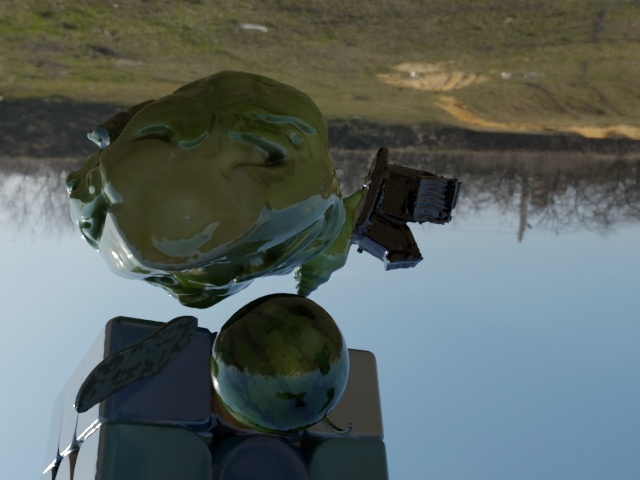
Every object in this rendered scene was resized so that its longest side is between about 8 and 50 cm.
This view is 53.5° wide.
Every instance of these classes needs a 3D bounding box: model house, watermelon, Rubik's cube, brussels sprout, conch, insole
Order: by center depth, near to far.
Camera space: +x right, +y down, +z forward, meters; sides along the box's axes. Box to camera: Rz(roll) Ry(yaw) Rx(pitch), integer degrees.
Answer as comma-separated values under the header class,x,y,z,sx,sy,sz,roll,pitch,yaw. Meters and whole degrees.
class,x,y,z,sx,sy,sz,roll,pitch,yaw
watermelon,-0.027,0.090,0.451,0.109,0.109,0.109,3,-171,-1
insole,-0.152,0.102,0.553,0.006,0.065,0.193,30,-168,10
brussels sprout,-0.115,-0.053,0.739,0.328,0.247,0.328,-38,179,-1
Rubik's cube,-0.144,0.324,0.773,0.346,0.344,0.347,13,147,-28
conch,0.002,0.004,0.984,0.095,0.079,0.201,-3,-133,29
model house,0.142,-0.046,1.128,0.164,0.203,0.141,22,-174,-2
